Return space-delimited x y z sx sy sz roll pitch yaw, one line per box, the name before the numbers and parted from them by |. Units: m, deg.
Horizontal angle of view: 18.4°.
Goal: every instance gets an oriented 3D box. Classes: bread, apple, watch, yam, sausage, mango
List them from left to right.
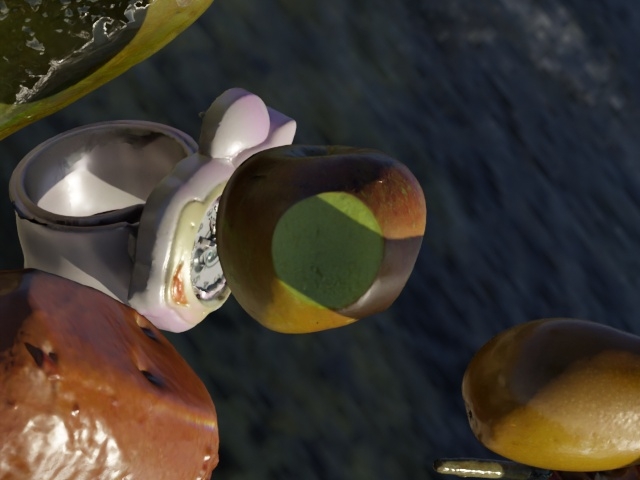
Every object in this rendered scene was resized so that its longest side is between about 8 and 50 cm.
bread | -0.260 -0.216 1.678 0.251 0.376 0.208 55 6 -44
sausage | -0.169 0.106 1.201 0.153 0.141 0.268 56 14 29
watch | -0.168 -0.042 1.870 0.248 0.217 0.211 -47 145 -41
apple | -0.001 -0.001 1.561 0.146 0.163 0.147 -121 -151 -77
yam | 0.115 0.153 1.324 0.107 0.014 0.014 8 46 -39
mango | 0.181 0.101 1.296 0.184 0.102 0.085 1 24 -15

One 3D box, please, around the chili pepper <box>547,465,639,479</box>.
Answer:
chili pepper | 0.231 0.160 1.515 0.192 0.084 0.086 -12 83 -67
